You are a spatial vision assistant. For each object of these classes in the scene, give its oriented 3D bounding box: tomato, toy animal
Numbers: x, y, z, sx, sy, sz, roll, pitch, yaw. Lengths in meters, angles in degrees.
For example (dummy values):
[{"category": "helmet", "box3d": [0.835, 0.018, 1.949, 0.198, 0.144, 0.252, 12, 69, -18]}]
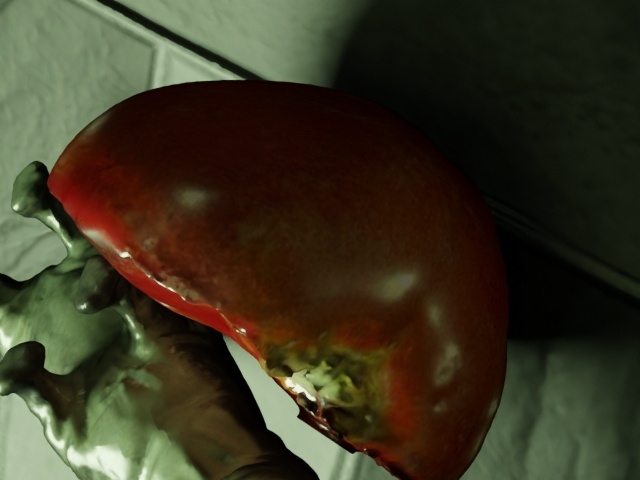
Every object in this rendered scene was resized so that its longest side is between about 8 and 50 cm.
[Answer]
[{"category": "tomato", "box3d": [0.000, 0.000, 0.747, 0.233, 0.139, 0.200, 43, 177, -32]}, {"category": "toy animal", "box3d": [-0.076, 0.090, 0.804, 0.343, 0.106, 0.168, 42, 178, 43]}]
